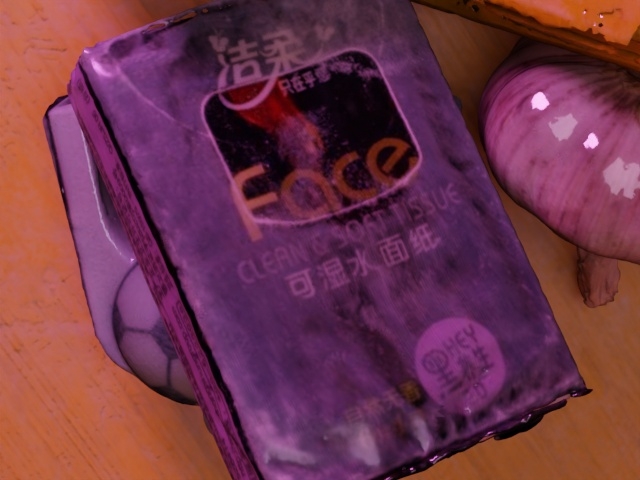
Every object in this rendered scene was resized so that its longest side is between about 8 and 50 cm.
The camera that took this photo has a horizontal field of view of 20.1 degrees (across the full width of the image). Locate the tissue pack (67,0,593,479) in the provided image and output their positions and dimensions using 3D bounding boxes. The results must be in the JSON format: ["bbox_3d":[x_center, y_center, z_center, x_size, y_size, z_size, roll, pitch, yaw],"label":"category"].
[{"bbox_3d":[0.000,0.000,1.275,0.259,0.122,0.361,-18,79,-24],"label":"tissue pack"}]

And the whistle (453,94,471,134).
[{"bbox_3d":[0.091,-0.006,1.418,0.122,0.123,0.223,4,84,-10],"label":"whistle"}]

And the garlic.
[{"bbox_3d":[0.230,-0.042,1.402,0.245,0.245,0.253,4,132,-10],"label":"garlic"}]

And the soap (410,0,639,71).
[{"bbox_3d":[0.171,-0.244,1.287,0.096,0.324,0.204,15,98,-50],"label":"soap"}]

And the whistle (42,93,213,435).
[{"bbox_3d":[-0.095,0.018,1.367,0.163,0.163,0.290,-13,102,-7],"label":"whistle"}]
